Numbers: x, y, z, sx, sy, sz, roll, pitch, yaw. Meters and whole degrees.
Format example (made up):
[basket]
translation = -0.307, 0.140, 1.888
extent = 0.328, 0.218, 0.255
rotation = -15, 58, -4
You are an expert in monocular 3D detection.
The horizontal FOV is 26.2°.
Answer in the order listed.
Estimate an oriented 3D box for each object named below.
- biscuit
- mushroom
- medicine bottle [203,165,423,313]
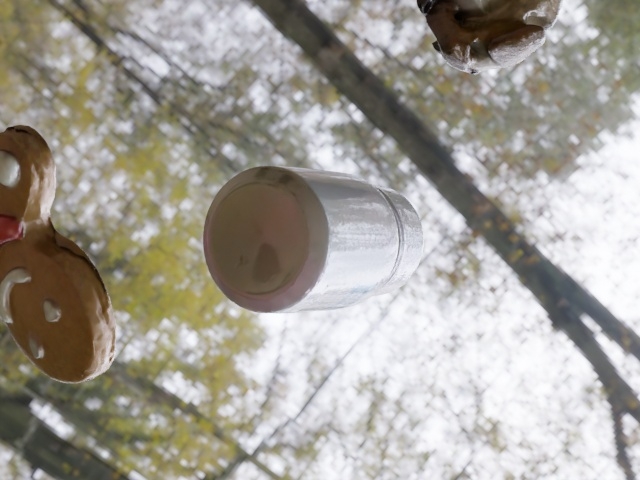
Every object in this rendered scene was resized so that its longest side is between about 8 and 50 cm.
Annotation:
[biscuit]
translation = -0.281, -0.023, 1.107
extent = 0.047, 0.339, 0.216
rotation = -25, 162, -42
[mushroom]
translation = 0.059, -0.148, 0.543
extent = 0.061, 0.187, 0.060
rotation = 3, -138, 24
[medicine bottle]
translation = 0.000, 0.000, 0.508
extent = 0.052, 0.089, 0.052
rotation = 0, -90, 29
